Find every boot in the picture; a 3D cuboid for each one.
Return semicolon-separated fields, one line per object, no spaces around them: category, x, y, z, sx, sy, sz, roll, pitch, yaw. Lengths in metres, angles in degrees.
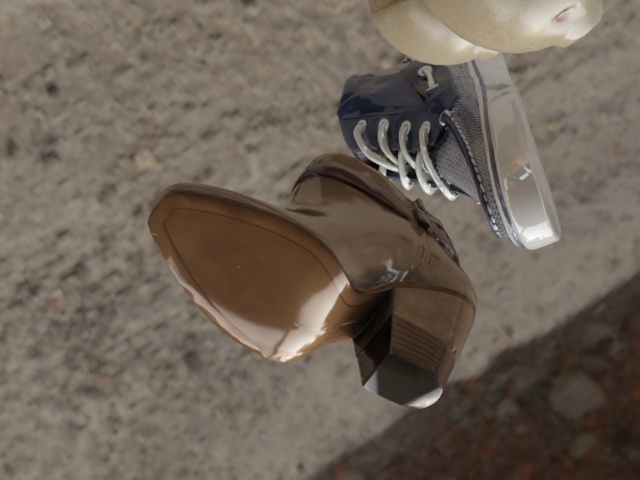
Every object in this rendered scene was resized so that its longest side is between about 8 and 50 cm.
boot;0.000;0.000;0.491;0.118;0.087;0.042;38;118;-23
boot;0.055;-0.040;0.741;0.086;0.190;0.069;-18;112;8

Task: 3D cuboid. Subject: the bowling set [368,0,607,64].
bowling set;0.055;-0.087;0.366;0.154;0.287;0.200;-29;92;-1
